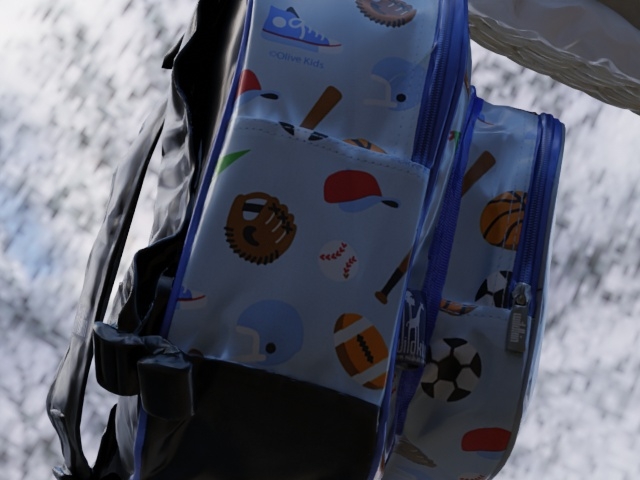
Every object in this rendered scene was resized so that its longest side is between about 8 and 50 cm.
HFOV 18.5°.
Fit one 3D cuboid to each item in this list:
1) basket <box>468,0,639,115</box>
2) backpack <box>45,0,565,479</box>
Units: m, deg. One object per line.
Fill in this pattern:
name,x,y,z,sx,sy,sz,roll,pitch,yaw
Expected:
basket,0.268,-0.222,1.199,0.331,0.328,0.266,22,-2,-4
backpack,0.000,0.000,0.889,0.213,0.263,0.276,9,-18,-10
